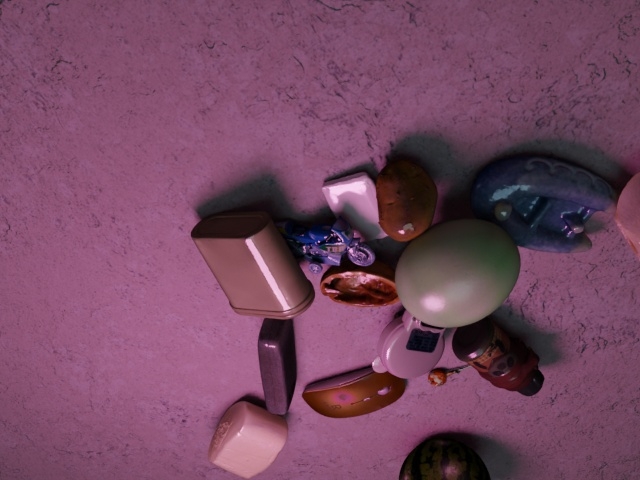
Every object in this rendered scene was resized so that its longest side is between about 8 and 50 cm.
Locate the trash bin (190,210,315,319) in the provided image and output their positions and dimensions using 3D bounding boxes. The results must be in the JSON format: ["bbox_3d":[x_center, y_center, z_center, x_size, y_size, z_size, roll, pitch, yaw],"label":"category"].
[{"bbox_3d":[-0.161,0.057,1.424,0.244,0.121,0.247,-1,129,37],"label":"trash bin"}]

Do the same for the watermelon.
[{"bbox_3d":[0.385,0.762,1.881,0.286,0.285,0.285,2,129,3],"label":"watermelon"}]

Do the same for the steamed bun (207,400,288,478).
[{"bbox_3d":[-0.225,0.615,1.889,0.200,0.154,0.250,29,119,-22],"label":"steamed bun"}]

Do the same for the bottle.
[{"bbox_3d":[0.485,0.311,1.594,0.271,0.143,0.156,37,148,-20],"label":"bottle"}]

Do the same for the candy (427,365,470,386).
[{"bbox_3d":[0.393,0.371,1.720,0.185,0.049,0.055,-23,154,14],"label":"candy"}]

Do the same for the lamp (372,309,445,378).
[{"bbox_3d":[0.242,0.250,1.581,0.180,0.108,0.245,12,113,-27],"label":"lamp"}]

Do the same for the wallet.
[{"bbox_3d":[0.089,-0.073,1.380,0.124,0.031,0.182,-14,129,23],"label":"wallet"}]

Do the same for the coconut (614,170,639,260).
[{"bbox_3d":[0.717,-0.048,1.216,0.242,0.241,0.241,2,129,3],"label":"coconut"}]

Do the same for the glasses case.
[{"bbox_3d":[-0.117,0.339,1.670,0.074,0.131,0.323,7,130,11],"label":"glasses case"}]

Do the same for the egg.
[{"bbox_3d":[0.289,0.068,1.282,0.270,0.220,0.220,-28,122,20],"label":"egg"}]

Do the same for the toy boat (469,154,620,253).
[{"bbox_3d":[0.482,-0.062,1.300,0.330,0.123,0.215,19,130,-12],"label":"toy boat"}]

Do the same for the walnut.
[{"bbox_3d":[0.107,0.094,1.474,0.212,0.087,0.167,-1,143,22],"label":"walnut"}]

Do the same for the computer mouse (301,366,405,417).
[{"bbox_3d":[0.096,0.453,1.786,0.311,0.071,0.158,-20,127,19],"label":"computer mouse"}]

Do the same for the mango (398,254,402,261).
[{"bbox_3d":[0.253,0.034,1.431,0.091,0.074,0.165,39,110,-17],"label":"mango"}]

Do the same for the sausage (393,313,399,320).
[{"bbox_3d":[0.203,0.233,1.631,0.015,0.015,0.100,1,130,4],"label":"sausage"}]

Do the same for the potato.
[{"bbox_3d":[0.181,-0.084,1.282,0.137,0.175,0.137,-1,173,0],"label":"potato"}]

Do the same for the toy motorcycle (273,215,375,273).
[{"bbox_3d":[0.000,0.000,1.399,0.255,0.092,0.135,4,133,25],"label":"toy motorcycle"}]
